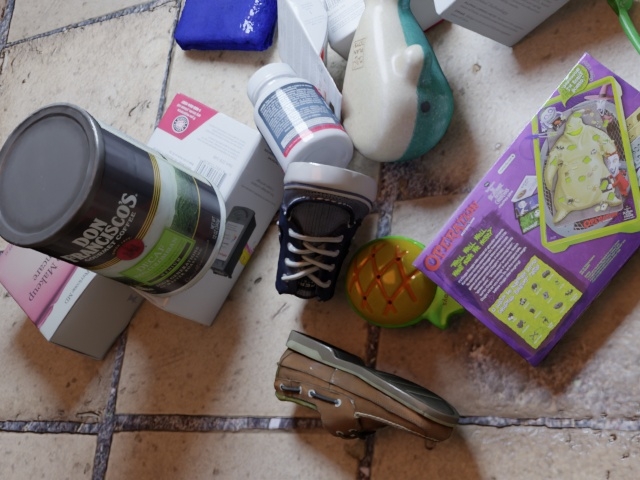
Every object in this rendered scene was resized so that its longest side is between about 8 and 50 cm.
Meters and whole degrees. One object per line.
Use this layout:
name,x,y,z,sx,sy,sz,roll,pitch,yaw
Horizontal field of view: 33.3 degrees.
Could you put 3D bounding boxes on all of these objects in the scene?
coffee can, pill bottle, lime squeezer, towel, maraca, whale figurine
coffee can,-0.294,-0.050,1.512,0.201,0.275,0.201,-12,67,30
pill bottle,-0.036,-0.173,1.564,0.108,0.108,0.180,-41,56,15
lime squeezer,0.423,-0.349,1.448,0.110,0.059,0.310,8,72,6
towel,-0.127,-0.471,1.872,0.227,0.076,0.308,10,77,45
maraca,0.116,0.059,1.456,0.185,0.099,0.127,8,87,30
whale figurine,0.116,-0.247,1.527,0.216,0.141,0.272,179,91,-68

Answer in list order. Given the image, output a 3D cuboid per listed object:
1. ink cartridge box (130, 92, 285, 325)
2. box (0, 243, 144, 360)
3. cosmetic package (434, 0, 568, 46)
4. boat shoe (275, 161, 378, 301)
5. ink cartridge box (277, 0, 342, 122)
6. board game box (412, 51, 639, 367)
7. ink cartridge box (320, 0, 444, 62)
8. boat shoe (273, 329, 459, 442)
ink cartridge box,-0.202,-0.053,1.708,0.226,0.131,0.306,31,92,39
box,-0.428,0.070,1.820,0.232,0.127,0.148,38,95,40
cosmetic package,0.260,-0.394,1.476,0.183,0.151,0.151,-38,50,41
boat shoe,0.000,0.000,1.449,0.127,0.340,0.158,11,82,3
ink cartridge box,0.001,-0.260,1.628,0.056,0.181,0.225,-24,66,-13
board game box,0.303,-0.037,1.347,0.208,0.056,0.347,41,98,12
ink cartridge box,0.078,-0.413,1.677,0.172,0.100,0.237,-30,58,22
boat shoe,0.056,0.219,1.437,0.307,0.111,0.104,21,88,49
